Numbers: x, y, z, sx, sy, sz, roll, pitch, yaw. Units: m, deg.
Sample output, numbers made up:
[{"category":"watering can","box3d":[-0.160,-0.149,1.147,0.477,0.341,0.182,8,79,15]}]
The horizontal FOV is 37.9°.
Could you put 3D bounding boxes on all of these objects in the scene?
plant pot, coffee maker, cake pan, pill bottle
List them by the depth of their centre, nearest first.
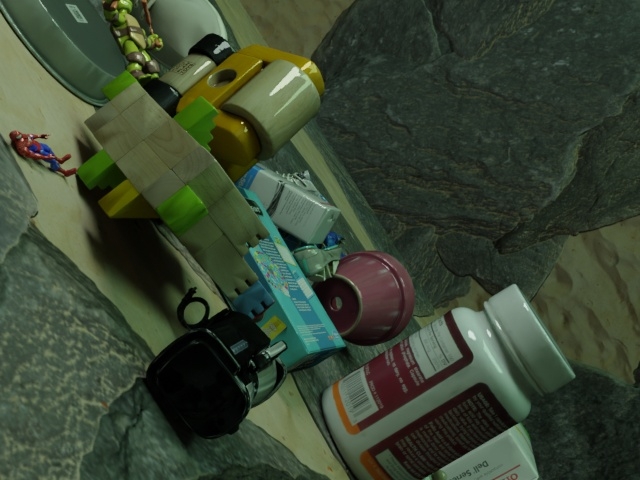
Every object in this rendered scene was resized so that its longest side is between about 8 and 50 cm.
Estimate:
[{"category":"coffee maker","box3d":[-0.139,0.149,1.137,0.171,0.120,0.178,29,6,9]},{"category":"cake pan","box3d":[-0.409,-0.348,1.476,0.293,0.054,0.293,54,11,-15]},{"category":"pill bottle","box3d":[0.218,0.254,1.607,0.224,0.392,0.224,54,11,-16]},{"category":"plant pot","box3d":[0.069,0.125,1.921,0.180,0.201,0.201,-6,62,-60]}]

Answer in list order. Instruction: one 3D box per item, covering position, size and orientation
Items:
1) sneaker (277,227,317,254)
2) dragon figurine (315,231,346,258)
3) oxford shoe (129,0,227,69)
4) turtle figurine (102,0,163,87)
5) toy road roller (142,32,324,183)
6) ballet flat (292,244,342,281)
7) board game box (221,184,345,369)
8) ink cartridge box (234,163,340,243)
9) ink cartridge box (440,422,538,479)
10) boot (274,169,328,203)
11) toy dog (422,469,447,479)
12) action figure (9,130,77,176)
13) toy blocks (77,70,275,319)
[{"category":"sneaker","box3d":[-0.064,0.009,1.908,0.081,0.080,0.211,58,10,0]},{"category":"dragon figurine","box3d":[0.000,0.000,2.206,0.144,0.085,0.289,47,16,-43]},{"category":"oxford shoe","box3d":[-0.343,-0.504,1.944,0.449,0.169,0.130,55,5,29]},{"category":"turtle figurine","box3d":[-0.352,-0.372,1.717,0.269,0.087,0.217,51,16,-75]},{"category":"toy road roller","box3d":[-0.144,-0.199,1.635,0.329,0.202,0.241,21,-34,38]},{"category":"ballet flat","box3d":[-0.003,0.047,1.806,0.213,0.072,0.068,1,71,-73]},{"category":"board game box","box3d":[-0.100,0.062,1.593,0.336,0.079,0.254,59,10,11]},{"category":"ink cartridge box","box3d":[-0.075,-0.076,1.873,0.203,0.086,0.148,31,6,10]},{"category":"ink cartridge box","box3d":[0.353,0.483,2.044,0.119,0.207,0.353,58,10,-1]},{"category":"boot","box3d":[-0.084,-0.131,2.109,0.258,0.123,0.095,48,14,-40]},{"category":"toy dog","box3d":[0.283,0.549,1.663,0.334,0.161,0.220,55,10,-8]},{"category":"action figure","box3d":[-0.344,-0.112,1.152,0.115,0.030,0.038,30,34,-64]},{"category":"toy blocks","box3d":[-0.176,-0.051,1.300,0.381,0.190,0.261,44,-9,48]}]
